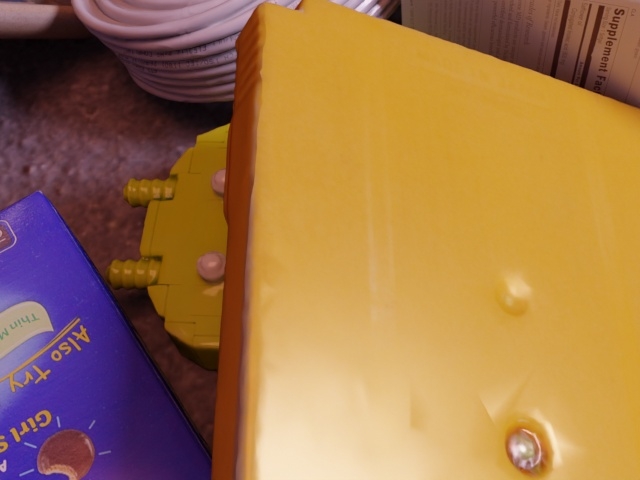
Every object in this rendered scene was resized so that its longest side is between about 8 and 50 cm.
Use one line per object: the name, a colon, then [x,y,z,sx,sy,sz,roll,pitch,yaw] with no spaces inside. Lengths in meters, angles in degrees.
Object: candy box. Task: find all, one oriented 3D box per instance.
candy box: [-0.177,0.173,0.444,0.268,0.122,0.317,-32,61,-12]

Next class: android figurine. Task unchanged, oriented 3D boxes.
android figurine: [0.000,0.000,0.556,0.273,0.056,0.248,3,62,7]

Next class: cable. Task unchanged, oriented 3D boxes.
cable: [-0.052,-0.211,0.632,0.257,0.089,0.257,-11,50,17]

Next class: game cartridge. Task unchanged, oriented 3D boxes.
game cartridge: [0.086,0.038,0.450,0.286,0.052,0.323,13,58,-22]

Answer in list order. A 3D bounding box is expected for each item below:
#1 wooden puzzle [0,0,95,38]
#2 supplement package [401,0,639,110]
wooden puzzle: [-0.379,-0.238,0.614,0.348,0.080,0.322,33,28,24]
supplement package: [0.190,-0.167,0.577,0.244,0.134,0.139,14,64,14]
